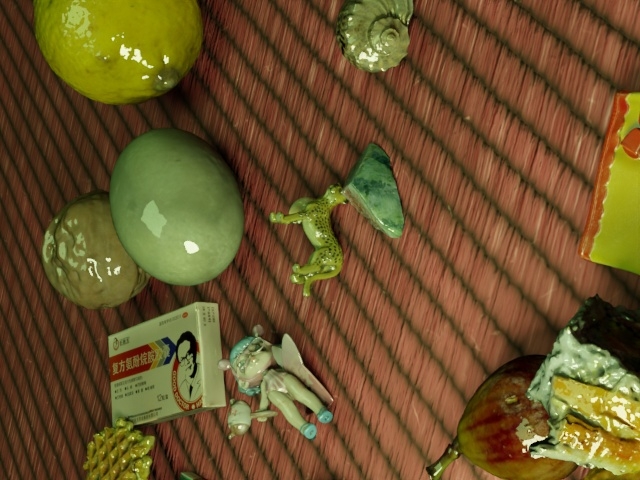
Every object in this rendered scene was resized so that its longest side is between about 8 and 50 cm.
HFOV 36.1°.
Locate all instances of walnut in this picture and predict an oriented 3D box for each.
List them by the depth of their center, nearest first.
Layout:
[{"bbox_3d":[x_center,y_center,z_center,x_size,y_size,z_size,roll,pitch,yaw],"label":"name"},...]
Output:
[{"bbox_3d":[-0.487,0.020,2.162,0.227,0.273,0.273,-7,77,14],"label":"walnut"}]

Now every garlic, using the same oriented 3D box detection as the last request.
[{"bbox_3d":[-0.022,-0.052,1.794,0.083,0.041,0.053,36,116,37],"label":"garlic"}]

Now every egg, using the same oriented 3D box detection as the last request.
[{"bbox_3d":[-0.283,-0.067,1.927,0.258,0.258,0.352,-46,51,34],"label":"egg"}]

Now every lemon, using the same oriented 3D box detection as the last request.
[{"bbox_3d":[-0.418,-0.455,2.081,0.387,0.350,0.350,44,118,22],"label":"lemon"}]

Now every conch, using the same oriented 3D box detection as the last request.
[{"bbox_3d":[0.092,-0.372,1.689,0.155,0.130,0.207,-37,26,0],"label":"conch"}]

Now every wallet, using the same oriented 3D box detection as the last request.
[{"bbox_3d":[0.417,-0.078,1.281,0.141,0.067,0.241,18,99,50],"label":"wallet"}]

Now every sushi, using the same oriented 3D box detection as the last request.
[{"bbox_3d":[0.352,0.170,1.170,0.184,0.274,0.139,30,116,23],"label":"sushi"}]

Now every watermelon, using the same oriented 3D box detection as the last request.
[{"bbox_3d":[0.085,-0.078,1.672,0.094,0.081,0.180,102,152,-45],"label":"watermelon"}]

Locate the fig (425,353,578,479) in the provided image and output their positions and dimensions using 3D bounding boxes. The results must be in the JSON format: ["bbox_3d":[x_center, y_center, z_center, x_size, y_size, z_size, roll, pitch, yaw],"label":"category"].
[{"bbox_3d":[0.249,0.271,1.357,0.274,0.145,0.170,-38,48,39],"label":"fig"}]

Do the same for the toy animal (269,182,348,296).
[{"bbox_3d":[0.000,0.000,1.723,0.073,0.136,0.181,125,128,-70],"label":"toy animal"}]

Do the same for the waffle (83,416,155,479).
[{"bbox_3d":[-0.427,0.494,2.058,0.238,0.058,0.243,-4,72,50],"label":"waffle"}]

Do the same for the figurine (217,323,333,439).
[{"bbox_3d":[-0.087,0.276,1.757,0.205,0.103,0.260,-51,50,-3],"label":"figurine"}]

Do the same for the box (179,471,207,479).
[{"bbox_3d":[-0.250,0.594,1.955,0.132,0.034,0.235,10,92,49],"label":"box"}]

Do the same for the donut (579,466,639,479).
[{"bbox_3d":[0.395,0.404,1.163,0.330,0.160,0.330,-18,64,42],"label":"donut"}]

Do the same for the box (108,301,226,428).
[{"bbox_3d":[-0.331,0.272,2.076,0.353,0.069,0.214,-21,69,43],"label":"box"}]
